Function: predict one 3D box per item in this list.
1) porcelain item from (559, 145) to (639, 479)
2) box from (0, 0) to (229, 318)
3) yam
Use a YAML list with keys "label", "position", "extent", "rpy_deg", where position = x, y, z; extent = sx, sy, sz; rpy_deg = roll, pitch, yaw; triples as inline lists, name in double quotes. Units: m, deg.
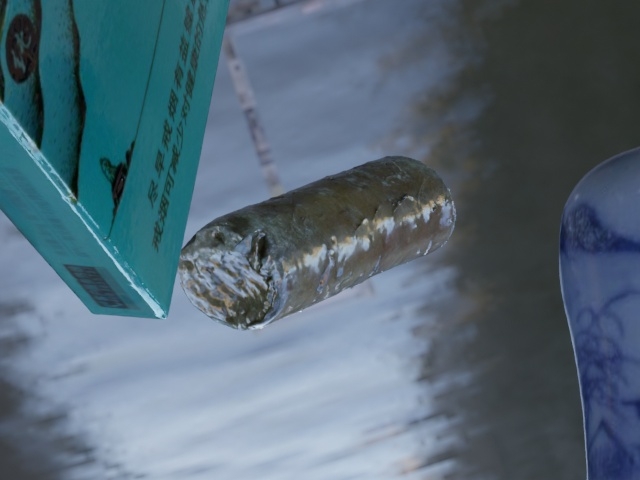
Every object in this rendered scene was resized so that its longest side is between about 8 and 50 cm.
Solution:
- label: "porcelain item"
  position: [0.188, 0.052, 0.911]
  extent: [0.141, 0.259, 0.141]
  rpy_deg: [7, 160, 3]
- label: "box"
  position: [-0.089, -0.085, 0.664]
  extent: [0.042, 0.161, 0.226]
  rpy_deg: [3, 158, 14]
- label: "yam"
  position: [0.000, 0.000, 1.370]
  extent: [0.093, 0.093, 0.259]
  rpy_deg: [-35, 172, 37]
